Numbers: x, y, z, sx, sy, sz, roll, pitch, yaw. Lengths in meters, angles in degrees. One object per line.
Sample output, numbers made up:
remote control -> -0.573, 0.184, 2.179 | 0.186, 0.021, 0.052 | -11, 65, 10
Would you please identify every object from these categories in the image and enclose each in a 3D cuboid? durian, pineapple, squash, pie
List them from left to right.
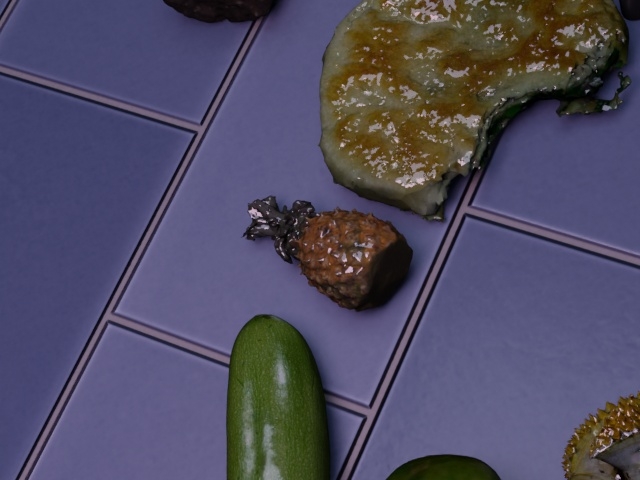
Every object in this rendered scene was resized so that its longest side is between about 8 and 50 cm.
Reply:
squash -> -0.043, 0.249, 1.392 | 0.107, 0.107, 0.395 | -6, 63, 12
pineapple -> 0.000, 0.000, 1.507 | 0.198, 0.108, 0.108 | 27, 74, 34
pie -> 0.151, -0.191, 1.568 | 0.371, 0.078, 0.296 | -33, 62, -4
durian -> 0.332, 0.235, 1.292 | 0.193, 0.138, 0.237 | -23, 104, 11

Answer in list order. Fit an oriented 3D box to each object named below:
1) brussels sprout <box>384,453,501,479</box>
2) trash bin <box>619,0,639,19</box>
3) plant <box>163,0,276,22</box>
brussels sprout -> 0.103, 0.285, 1.312 | 0.162, 0.144, 0.180 | -3, 62, 30
trash bin -> 0.395, -0.351, 1.495 | 0.165, 0.225, 0.115 | -6, 65, 11
plant -> -0.089, -0.428, 1.688 | 0.194, 0.181, 0.320 | 7, 72, 17
